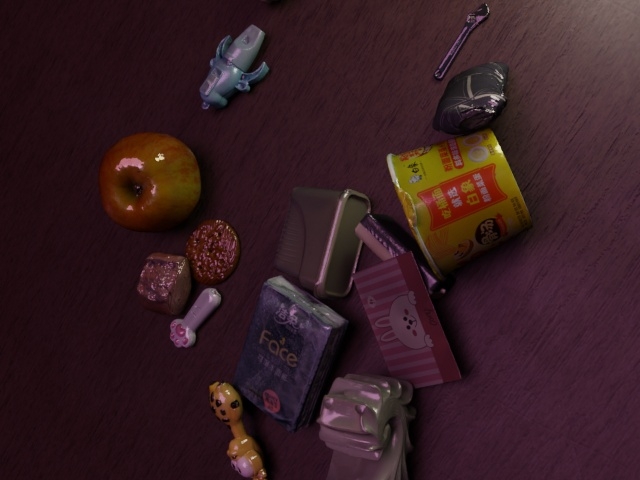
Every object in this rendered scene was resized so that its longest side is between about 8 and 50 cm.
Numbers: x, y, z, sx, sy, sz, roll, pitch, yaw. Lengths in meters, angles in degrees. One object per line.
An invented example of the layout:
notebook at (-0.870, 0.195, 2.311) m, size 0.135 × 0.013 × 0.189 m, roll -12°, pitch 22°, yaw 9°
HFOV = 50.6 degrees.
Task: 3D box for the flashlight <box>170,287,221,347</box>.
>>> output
flashlight at (-0.349, 0.214, 1.884) m, size 0.200 × 0.047 × 0.093 m, roll -50°, pitch 63°, yaw 15°

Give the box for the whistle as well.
whistle at (-0.252, -0.484, 1.911) m, size 0.186 × 0.093 × 0.274 m, roll 42°, pitch 100°, yaw 27°

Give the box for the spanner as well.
spanner at (0.337, -0.475, 1.622) m, size 0.046 × 0.012 × 0.208 m, roll 38°, pitch 102°, yaw 27°

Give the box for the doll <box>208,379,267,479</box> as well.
doll at (-0.209, 0.486, 1.709) m, size 0.117 × 0.086 × 0.291 m, roll -12°, pitch 99°, yaw 61°

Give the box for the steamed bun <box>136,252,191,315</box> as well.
steamed bun at (-0.438, 0.123, 1.905) m, size 0.145 × 0.106 × 0.175 m, roll 11°, pitch 92°, yaw 36°

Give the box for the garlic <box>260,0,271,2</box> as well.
garlic at (-0.124, -0.727, 1.867) m, size 0.147 × 0.102 × 0.159 m, roll -4°, pitch 69°, yaw 42°

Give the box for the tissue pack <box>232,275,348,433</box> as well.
tissue pack at (-0.079, 0.277, 1.660) m, size 0.228 × 0.103 × 0.315 m, roll 30°, pitch 113°, yaw 30°

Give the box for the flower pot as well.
flower pot at (0.095, 0.479, 1.481) m, size 0.165 × 0.254 × 0.367 m, roll 2°, pitch 85°, yaw 30°

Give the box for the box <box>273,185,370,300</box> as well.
box at (0.000, 0.000, 1.681) m, size 0.178 × 0.138 × 0.274 m, roll 15°, pitch 89°, yaw 37°

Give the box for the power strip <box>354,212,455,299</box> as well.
power strip at (0.196, 0.040, 1.570) m, size 0.256 × 0.105 × 0.070 m, roll 45°, pitch 113°, yaw 27°

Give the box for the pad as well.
pad at (0.189, 0.189, 1.535) m, size 0.202 × 0.005 × 0.299 m, roll -25°, pitch 84°, yaw 46°

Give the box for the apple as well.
apple at (-0.487, -0.164, 1.890) m, size 0.302 × 0.301 × 0.301 m, roll -5°, pitch 81°, yaw 29°

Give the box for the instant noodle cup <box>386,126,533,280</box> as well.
instant noodle cup at (0.300, -0.091, 1.438) m, size 0.222 × 0.311 × 0.311 m, roll -25°, pitch 71°, yaw 14°

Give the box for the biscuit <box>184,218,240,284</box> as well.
biscuit at (-0.307, 0.033, 1.899) m, size 0.188 × 0.027 × 0.187 m, roll -4°, pitch 81°, yaw 28°

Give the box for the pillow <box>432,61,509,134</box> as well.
pillow at (0.326, -0.305, 1.452) m, size 0.162 × 0.335 × 0.092 m, roll -27°, pitch 106°, yaw 29°
